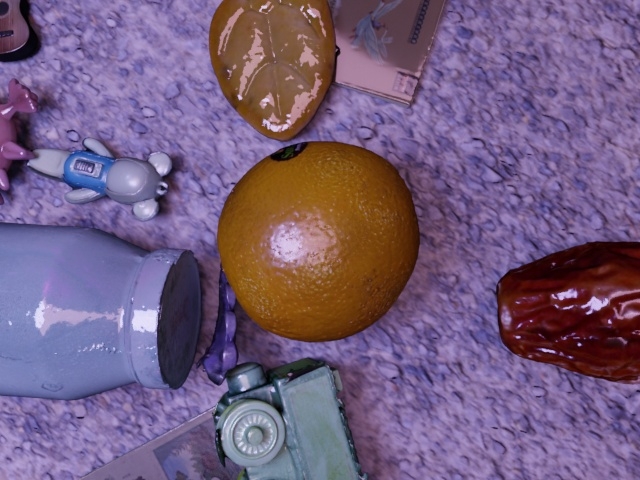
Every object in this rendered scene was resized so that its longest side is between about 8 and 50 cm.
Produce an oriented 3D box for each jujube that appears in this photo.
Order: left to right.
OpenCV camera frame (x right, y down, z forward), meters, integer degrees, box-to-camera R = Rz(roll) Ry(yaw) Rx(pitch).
[{"bbox_3d":[0.396,0.099,0.746,0.290,0.197,0.197,-4,89,18],"label":"jujube"}]

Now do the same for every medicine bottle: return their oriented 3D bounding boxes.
[{"bbox_3d":[-0.330,0.101,0.751,0.290,0.245,0.245,4,89,4],"label":"medicine bottle"}]

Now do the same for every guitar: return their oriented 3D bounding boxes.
[{"bbox_3d":[-0.517,-0.423,0.876,0.084,0.038,0.271,-10,84,-2],"label":"guitar"}]

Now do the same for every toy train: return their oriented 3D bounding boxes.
[{"bbox_3d":[-0.046,0.299,0.772,0.188,0.159,0.271,-16,87,-14],"label":"toy train"}]

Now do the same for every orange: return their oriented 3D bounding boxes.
[{"bbox_3d":[0.000,0.000,0.729,0.274,0.274,0.274,0,89,3],"label":"orange"}]

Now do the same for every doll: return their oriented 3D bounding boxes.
[{"bbox_3d":[-0.546,-0.155,0.842,0.262,0.093,0.211,-38,80,9],"label":"doll"}]

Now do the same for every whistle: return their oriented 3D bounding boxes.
[{"bbox_3d":[-0.345,-0.102,0.845,0.236,0.077,0.114,12,83,9],"label":"whistle"}]

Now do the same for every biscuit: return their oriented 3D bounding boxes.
[{"bbox_3d":[-0.070,-0.280,0.827,0.203,0.041,0.260,-7,87,4],"label":"biscuit"}]

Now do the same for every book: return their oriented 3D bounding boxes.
[{"bbox_3d":[-0.212,0.401,0.850,0.283,0.025,0.214,-30,89,0],"label":"book"},{"bbox_3d":[0.027,-0.357,0.853,0.310,0.021,0.216,18,90,4],"label":"book"}]

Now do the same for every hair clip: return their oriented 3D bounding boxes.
[{"bbox_3d":[-0.148,0.114,0.783,0.052,0.124,0.195,8,53,-16],"label":"hair clip"}]
